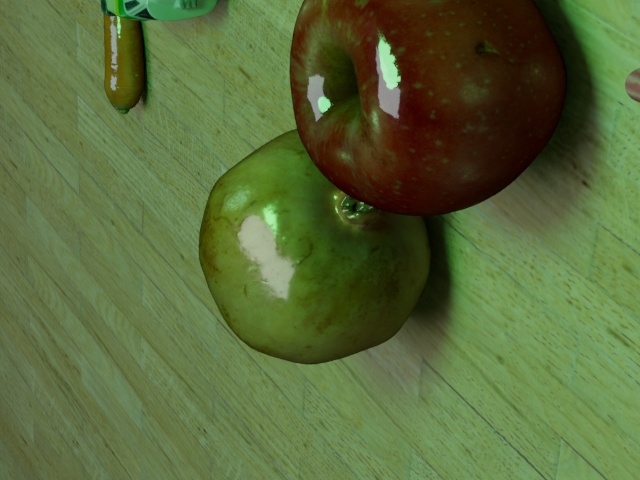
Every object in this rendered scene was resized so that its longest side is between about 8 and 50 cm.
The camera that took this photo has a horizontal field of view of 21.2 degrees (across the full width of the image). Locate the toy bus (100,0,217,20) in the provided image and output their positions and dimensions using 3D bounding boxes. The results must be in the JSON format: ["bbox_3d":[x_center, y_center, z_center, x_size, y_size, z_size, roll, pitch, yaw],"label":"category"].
[{"bbox_3d":[-0.201,-0.407,2.133,0.165,0.134,0.276,33,131,54],"label":"toy bus"}]

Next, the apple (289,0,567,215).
[{"bbox_3d":[0.100,-0.151,1.582,0.260,0.216,0.260,33,129,54],"label":"apple"}]

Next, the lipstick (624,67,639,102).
[{"bbox_3d":[0.320,-0.094,1.366,0.234,0.053,0.053,33,131,56],"label":"lipstick"}]

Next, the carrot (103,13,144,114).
[{"bbox_3d":[-0.283,-0.312,2.431,0.062,0.066,0.271,2,105,17],"label":"carrot"}]

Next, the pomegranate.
[{"bbox_3d":[0.000,0.000,1.836,0.270,0.229,0.252,-29,77,57],"label":"pomegranate"}]
